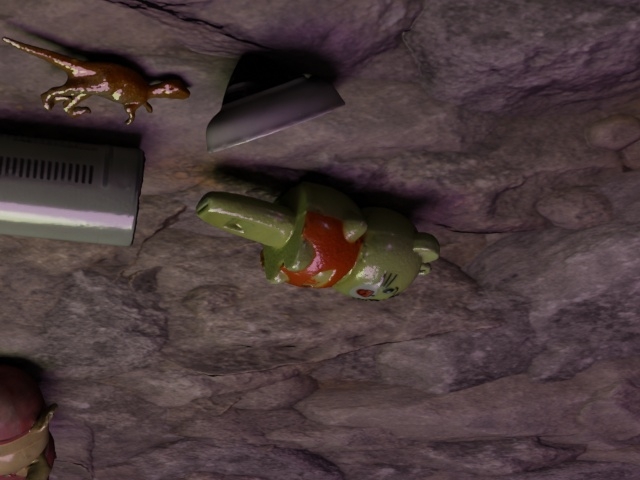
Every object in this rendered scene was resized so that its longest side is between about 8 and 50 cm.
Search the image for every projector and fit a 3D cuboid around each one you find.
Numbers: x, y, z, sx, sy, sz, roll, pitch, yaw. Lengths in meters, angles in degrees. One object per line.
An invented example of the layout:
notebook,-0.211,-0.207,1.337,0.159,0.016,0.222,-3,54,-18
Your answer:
projector,-0.352,-0.061,1.659,0.337,0.108,0.108,6,152,-11

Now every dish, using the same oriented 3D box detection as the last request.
dish,-0.054,-0.142,1.561,0.141,0.078,0.141,-19,-175,2

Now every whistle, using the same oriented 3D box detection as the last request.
whistle,0.000,0.000,1.780,0.288,0.106,0.131,15,155,-26

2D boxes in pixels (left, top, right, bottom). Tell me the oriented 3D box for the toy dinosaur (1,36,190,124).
toy dinosaur,-0.210,-0.162,1.554,0.126,0.039,0.162,-18,144,11

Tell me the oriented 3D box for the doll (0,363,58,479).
doll,-0.452,0.268,2.236,0.196,0.152,0.256,-11,149,-8
